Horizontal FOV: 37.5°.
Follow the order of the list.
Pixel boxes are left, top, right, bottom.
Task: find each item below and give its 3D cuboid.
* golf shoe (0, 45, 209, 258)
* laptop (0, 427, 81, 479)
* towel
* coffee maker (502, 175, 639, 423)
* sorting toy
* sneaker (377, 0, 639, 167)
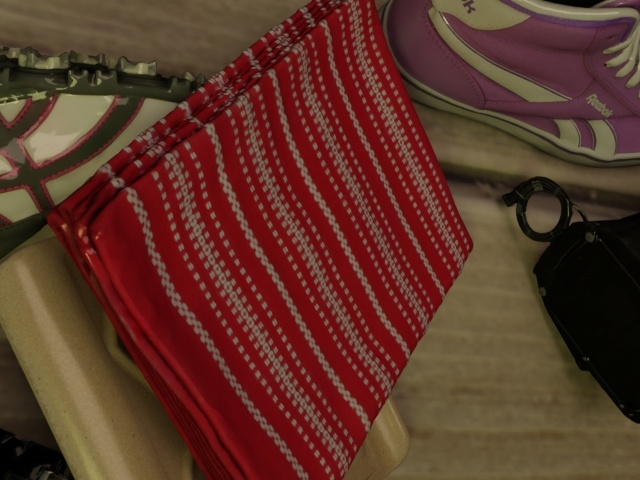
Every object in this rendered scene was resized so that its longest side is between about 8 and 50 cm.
[{"bbox_3d":[-0.161,-0.036,0.453,0.273,0.105,0.120,-4,103,-28],"label":"golf shoe"},{"bbox_3d":[-0.186,0.202,0.419,0.264,0.136,0.234,21,67,5],"label":"laptop"},{"bbox_3d":[0.000,0.000,0.476,0.275,0.031,0.198,-52,123,-46],"label":"towel"},{"bbox_3d":[0.245,0.009,0.627,0.178,0.120,0.171,-21,88,-30],"label":"coffee maker"},{"bbox_3d":[-0.048,0.072,0.477,0.208,0.038,0.193,-26,91,-55],"label":"sorting toy"},{"bbox_3d":[0.190,-0.121,0.606,0.282,0.161,0.102,6,74,-28],"label":"sneaker"}]
